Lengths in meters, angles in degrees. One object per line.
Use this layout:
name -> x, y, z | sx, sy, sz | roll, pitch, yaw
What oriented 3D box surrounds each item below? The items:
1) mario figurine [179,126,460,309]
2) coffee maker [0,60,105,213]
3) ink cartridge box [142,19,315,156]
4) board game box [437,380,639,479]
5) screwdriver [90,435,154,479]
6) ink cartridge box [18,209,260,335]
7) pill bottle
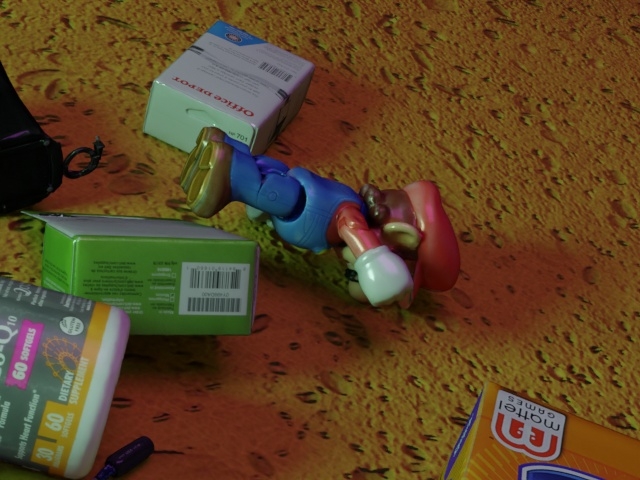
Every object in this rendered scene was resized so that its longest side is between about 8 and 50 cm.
mario figurine -> 0.000, 0.000, 1.733 | 0.321, 0.170, 0.198 | 20, 48, -15
coffee maker -> -0.354, -0.120, 1.728 | 0.171, 0.120, 0.178 | 3, 39, -38
ink cartridge box -> -0.110, -0.175, 1.936 | 0.140, 0.082, 0.190 | 26, 38, 8
board game box -> 0.194, 0.391, 1.123 | 0.356, 0.356, 0.356 | 21, 36, 2
screwdriver -> -0.211, 0.225, 1.432 | 0.170, 0.024, 0.025 | -38, 94, -42
ink cartridge box -> -0.195, 0.029, 1.638 | 0.189, 0.097, 0.255 | 2, 6, -23
pill bottle -> -0.320, 0.104, 1.409 | 0.279, 0.162, 0.162 | 15, 37, -7
